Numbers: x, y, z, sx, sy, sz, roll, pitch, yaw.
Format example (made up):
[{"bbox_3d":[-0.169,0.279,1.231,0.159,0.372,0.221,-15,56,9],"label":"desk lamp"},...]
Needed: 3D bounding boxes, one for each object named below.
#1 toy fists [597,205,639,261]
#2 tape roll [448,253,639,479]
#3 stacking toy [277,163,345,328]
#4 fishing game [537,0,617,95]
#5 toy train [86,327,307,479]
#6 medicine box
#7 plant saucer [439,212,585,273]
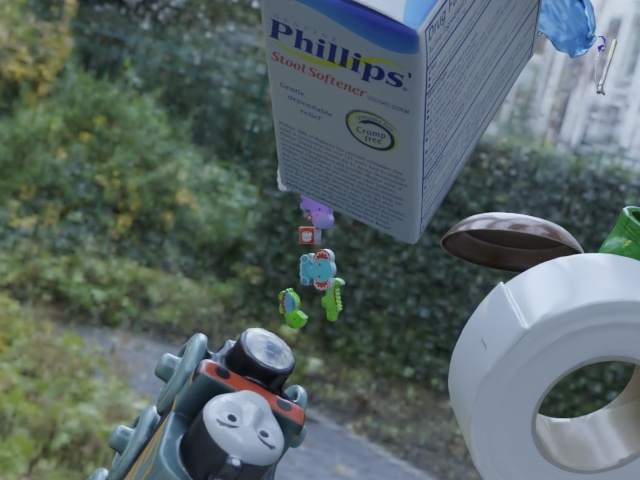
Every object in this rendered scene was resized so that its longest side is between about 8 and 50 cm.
[{"bbox_3d":[0.433,0.059,1.524,0.279,0.142,0.096,9,27,-21],"label":"toy fists"},{"bbox_3d":[0.282,0.158,1.412,0.286,0.286,0.100,14,26,-15],"label":"tape roll"},{"bbox_3d":[0.000,0.000,1.700,0.052,0.221,0.167,1,2,21],"label":"stacking toy"},{"bbox_3d":[0.301,-0.323,1.780,0.264,0.189,0.041,42,-49,-19],"label":"fishing game"},{"bbox_3d":[-0.124,0.226,1.102,0.142,0.334,0.190,30,27,-12],"label":"toy train"},{"bbox_3d":[0.082,-0.195,1.171,0.149,0.263,0.289,24,-30,18],"label":"medicine box"},{"bbox_3d":[0.263,0.001,1.805,0.199,0.036,0.198,9,-16,3],"label":"plant saucer"}]
